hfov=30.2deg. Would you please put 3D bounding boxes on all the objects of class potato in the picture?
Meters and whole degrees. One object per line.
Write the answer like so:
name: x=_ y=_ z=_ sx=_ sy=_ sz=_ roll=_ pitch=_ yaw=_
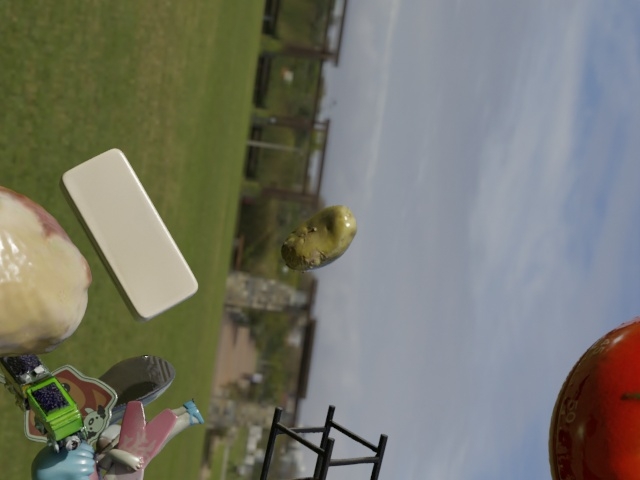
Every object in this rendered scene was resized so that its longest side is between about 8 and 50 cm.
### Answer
potato: x=0.000 y=0.000 z=1.945 sx=0.070 sy=0.138 sz=0.091 roll=52 pitch=12 yaw=-43

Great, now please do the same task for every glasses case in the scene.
glasses case: x=-0.385 y=-0.009 z=2.372 sx=0.336 sy=0.144 sz=0.076 roll=61 pitch=-20 yaw=2

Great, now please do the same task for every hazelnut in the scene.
hazelnut: x=-0.437 y=0.039 z=1.545 sx=0.261 sy=0.261 sz=0.241 roll=-84 pitch=-165 yaw=-48

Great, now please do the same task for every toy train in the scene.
toy train: x=-0.389 y=0.216 z=1.653 sx=0.202 sy=0.060 sz=0.081 roll=39 pitch=-36 yaw=42

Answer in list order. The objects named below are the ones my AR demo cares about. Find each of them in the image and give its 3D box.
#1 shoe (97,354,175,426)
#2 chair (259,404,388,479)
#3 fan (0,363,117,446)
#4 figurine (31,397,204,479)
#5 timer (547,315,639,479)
shoe: x=-0.393 y=0.302 z=2.200 sx=0.103 sy=0.275 sz=0.098 roll=51 pitch=-29 yaw=34
chair: x=-0.012 y=0.402 z=1.828 sx=0.154 sy=0.141 sz=0.260 roll=22 pitch=-77 yaw=47
fan: x=-0.427 y=0.248 z=1.843 sx=0.132 sy=0.220 sz=0.009 roll=-62 pitch=168 yaw=-21
figurine: x=-0.295 y=0.289 z=1.693 sx=0.103 sy=0.260 sz=0.205 roll=66 pitch=-11 yaw=-23
timer: x=0.486 y=0.276 z=1.558 sx=0.279 sy=0.378 sz=0.378 roll=140 pitch=-41 yaw=-74
